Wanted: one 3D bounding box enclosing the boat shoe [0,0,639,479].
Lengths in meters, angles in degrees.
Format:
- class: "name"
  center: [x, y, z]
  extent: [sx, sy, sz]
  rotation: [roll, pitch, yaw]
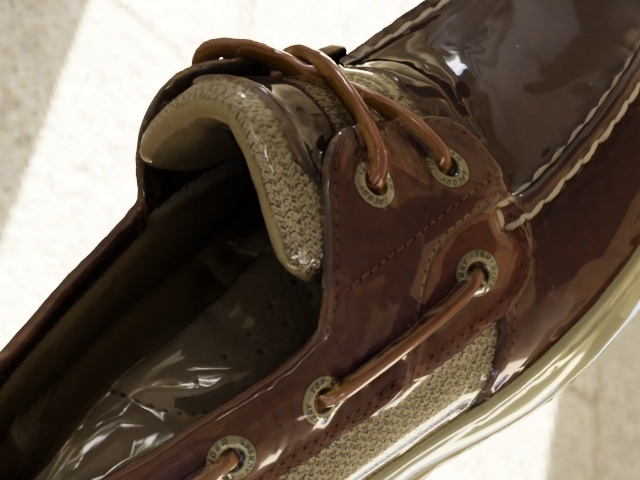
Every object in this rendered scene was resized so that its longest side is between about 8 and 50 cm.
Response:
- class: "boat shoe"
  center: [0.000, 0.000, 0.498]
  extent: [0.342, 0.123, 0.123]
  rotation: [-43, 139, -16]
